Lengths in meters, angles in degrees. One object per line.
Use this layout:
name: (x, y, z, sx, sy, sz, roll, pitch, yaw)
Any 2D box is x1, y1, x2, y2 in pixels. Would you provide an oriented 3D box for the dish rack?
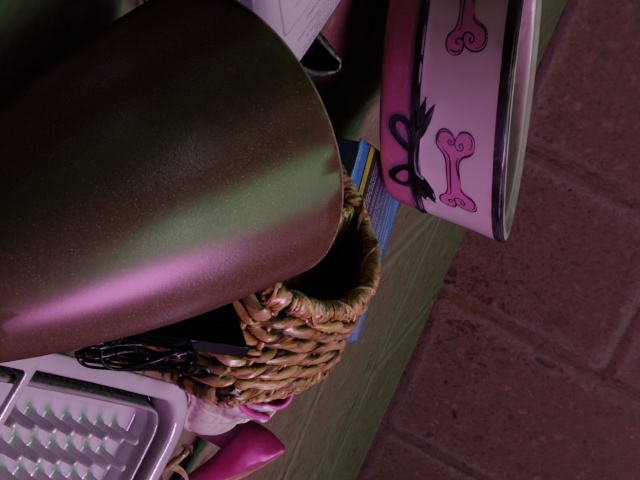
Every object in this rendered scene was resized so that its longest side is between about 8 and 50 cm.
dish rack: (-0.253, 0.207, 0.856, 0.285, 0.072, 0.333, -63, 154, -3)

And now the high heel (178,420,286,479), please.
high heel: (-0.148, 0.356, 1.551, 0.244, 0.117, 0.082, -61, 167, -5)

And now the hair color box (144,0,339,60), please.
hair color box: (-0.044, -0.272, 0.720, 0.185, 0.113, 0.374, -58, 167, -17)

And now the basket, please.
basket: (-0.045, -0.008, 1.014, 0.223, 0.213, 0.299, -66, 166, 17)

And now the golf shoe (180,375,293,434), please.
golf shoe: (-0.102, 0.183, 1.345, 0.115, 0.140, 0.306, -59, 168, -21)

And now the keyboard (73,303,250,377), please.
keyboard: (-0.148, 0.062, 0.805, 0.100, 0.192, 0.038, -114, -139, -52)

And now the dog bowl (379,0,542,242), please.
dog bowl: (0.174, -0.208, 1.357, 0.408, 0.150, 0.408, 7, 90, -78)

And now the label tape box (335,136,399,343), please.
label tape box: (0.000, 0.000, 1.348, 0.334, 0.106, 0.240, 18, 88, -77)

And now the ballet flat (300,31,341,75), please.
ballet flat: (-0.019, -0.193, 1.099, 0.057, 0.049, 0.173, -66, 166, 10)

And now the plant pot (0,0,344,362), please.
plant pot: (-0.141, -0.022, 0.718, 0.230, 0.215, 0.215, -33, 151, -37)

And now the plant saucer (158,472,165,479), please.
plant saucer: (-0.207, 0.289, 1.216, 0.198, 0.036, 0.198, -8, 90, -82)

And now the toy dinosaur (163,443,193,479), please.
toy dinosaur: (-0.202, 0.271, 1.371, 0.092, 0.053, 0.183, -50, 163, 17)
